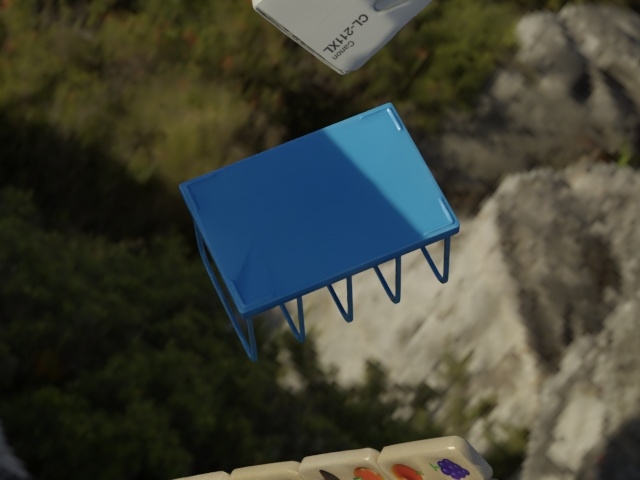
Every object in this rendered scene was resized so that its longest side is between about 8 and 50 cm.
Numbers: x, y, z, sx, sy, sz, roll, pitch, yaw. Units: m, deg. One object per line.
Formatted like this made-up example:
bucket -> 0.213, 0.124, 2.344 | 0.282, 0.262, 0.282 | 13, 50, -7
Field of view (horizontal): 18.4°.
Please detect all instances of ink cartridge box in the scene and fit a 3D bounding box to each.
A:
ink cartridge box -> 0.022, -0.196, 1.100 | 0.072, 0.127, 0.175 | 35, 26, -29

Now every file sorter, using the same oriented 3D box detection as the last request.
file sorter -> 0.000, 0.000, 1.463 | 0.170, 0.104, 0.118 | -22, 60, -11

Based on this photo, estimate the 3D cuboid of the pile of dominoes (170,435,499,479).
pile of dominoes -> 0.035, 0.191, 1.022 | 0.196, 0.251, 0.040 | 49, 53, -21
